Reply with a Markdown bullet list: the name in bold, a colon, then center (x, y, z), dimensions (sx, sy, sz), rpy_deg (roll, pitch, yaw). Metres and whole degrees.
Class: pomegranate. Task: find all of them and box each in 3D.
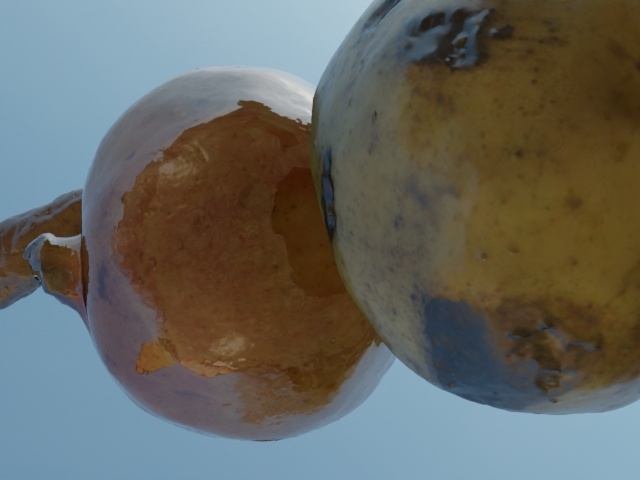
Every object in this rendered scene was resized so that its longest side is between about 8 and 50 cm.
- **pomegranate**: center (-0.083, 0.019, 0.787), dimensions (0.338, 0.338, 0.338), rpy_deg (2, -95, -27)
- **pomegranate**: center (0.130, -0.040, 0.521), dimensions (0.281, 0.281, 0.281), rpy_deg (2, -95, -27)

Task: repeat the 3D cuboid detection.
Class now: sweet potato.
- **sweet potato**: center (-0.352, 0.005, 1.140), dimensions (0.252, 0.097, 0.097), rpy_deg (-33, -75, 18)
